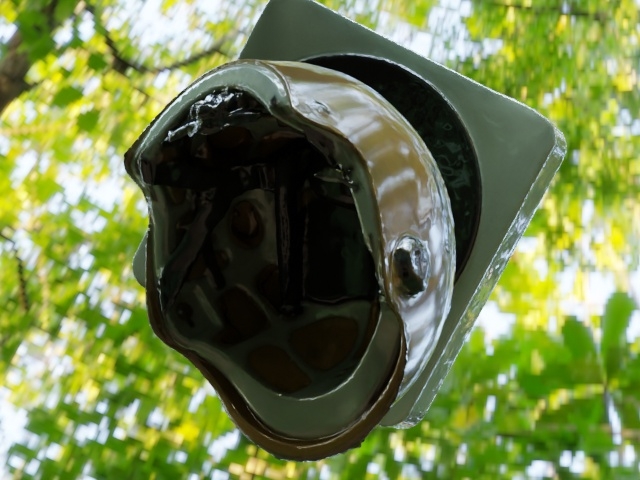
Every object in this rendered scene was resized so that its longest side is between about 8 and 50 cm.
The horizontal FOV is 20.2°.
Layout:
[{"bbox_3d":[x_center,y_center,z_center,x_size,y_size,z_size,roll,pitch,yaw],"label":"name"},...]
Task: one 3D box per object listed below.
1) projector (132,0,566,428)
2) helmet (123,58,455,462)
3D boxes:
[{"bbox_3d":[0.020,-0.024,1.370,0.257,0.079,0.259,29,-88,21],"label":"projector"},{"bbox_3d":[0.000,0.000,1.023,0.198,0.130,0.224,-13,-83,46],"label":"helmet"}]
